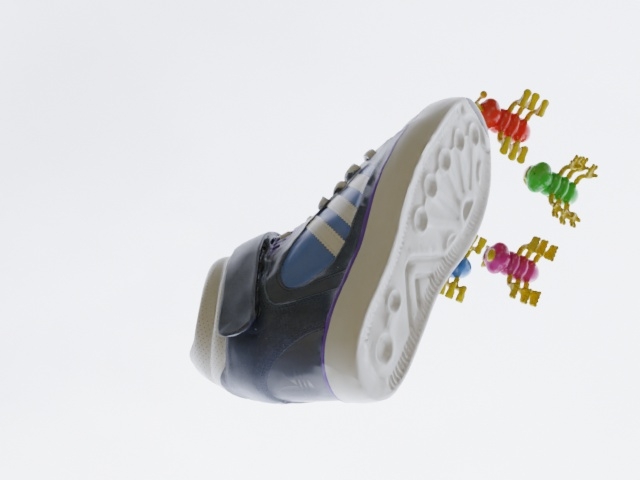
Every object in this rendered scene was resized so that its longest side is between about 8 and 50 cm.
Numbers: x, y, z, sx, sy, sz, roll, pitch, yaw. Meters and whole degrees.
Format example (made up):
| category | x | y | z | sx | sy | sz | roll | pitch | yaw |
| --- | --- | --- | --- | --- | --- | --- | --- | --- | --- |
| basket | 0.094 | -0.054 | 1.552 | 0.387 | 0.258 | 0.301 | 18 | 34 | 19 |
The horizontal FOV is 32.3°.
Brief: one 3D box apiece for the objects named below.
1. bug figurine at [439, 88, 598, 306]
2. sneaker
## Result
| category | x | y | z | sx | sy | sz | roll | pitch | yaw |
| --- | --- | --- | --- | --- | --- | --- | --- | --- | --- |
| bug figurine | 0.230 | -0.042 | 1.407 | 0.072 | 0.216 | 0.279 | 16 | -101 | 63 |
| sneaker | 0.000 | 0.001 | 1.002 | 0.236 | 0.130 | 0.323 | 1 | -127 | 37 |
